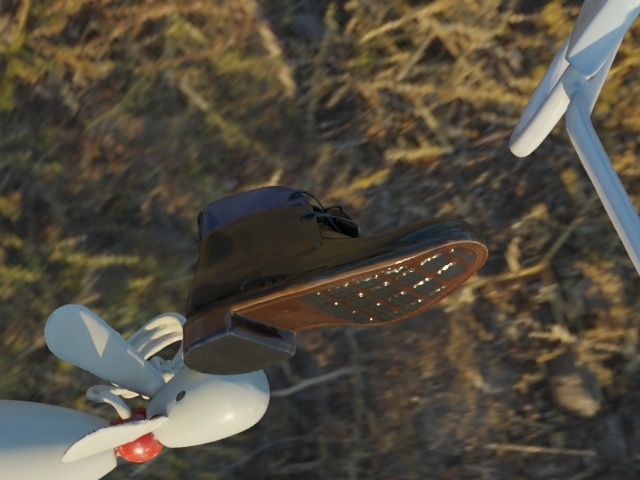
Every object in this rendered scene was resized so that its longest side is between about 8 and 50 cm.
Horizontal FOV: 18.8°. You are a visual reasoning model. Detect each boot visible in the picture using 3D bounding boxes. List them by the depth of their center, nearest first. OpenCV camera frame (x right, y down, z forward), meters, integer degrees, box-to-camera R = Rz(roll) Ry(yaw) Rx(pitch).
[{"bbox_3d":[0.000,0.000,1.161,0.082,0.219,0.106,27,50,-47],"label":"boot"}]

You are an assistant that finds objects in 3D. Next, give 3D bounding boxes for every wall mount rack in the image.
[{"bbox_3d":[0.208,-0.113,0.885,0.130,0.350,0.304,30,42,-2],"label":"wall mount rack"}]

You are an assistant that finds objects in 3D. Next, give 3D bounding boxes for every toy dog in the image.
[{"bbox_3d":[-0.228,0.139,1.578,0.334,0.220,0.161,-34,125,-10],"label":"toy dog"}]
